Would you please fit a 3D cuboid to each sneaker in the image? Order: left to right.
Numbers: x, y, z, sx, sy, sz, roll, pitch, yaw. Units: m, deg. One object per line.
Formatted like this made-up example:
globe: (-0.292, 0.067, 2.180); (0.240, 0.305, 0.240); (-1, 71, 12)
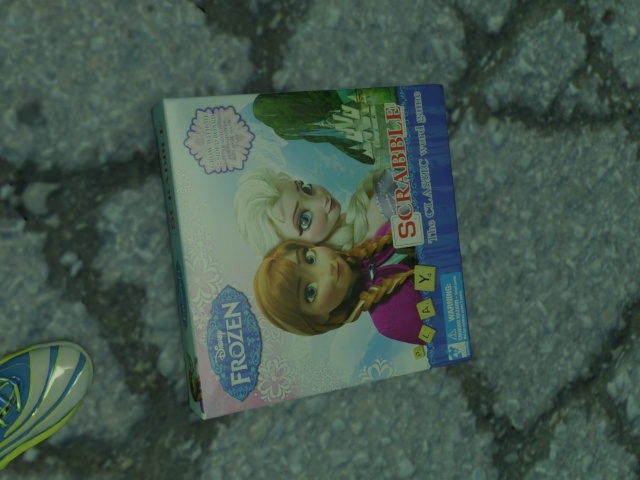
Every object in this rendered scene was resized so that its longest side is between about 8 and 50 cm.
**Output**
sneaker: (-0.302, 0.175, 0.637); (0.240, 0.126, 0.091); (-35, 103, -18)

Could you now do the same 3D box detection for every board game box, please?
board game box: (0.000, 0.000, 0.795); (0.318, 0.066, 0.319); (-9, 93, -22)
